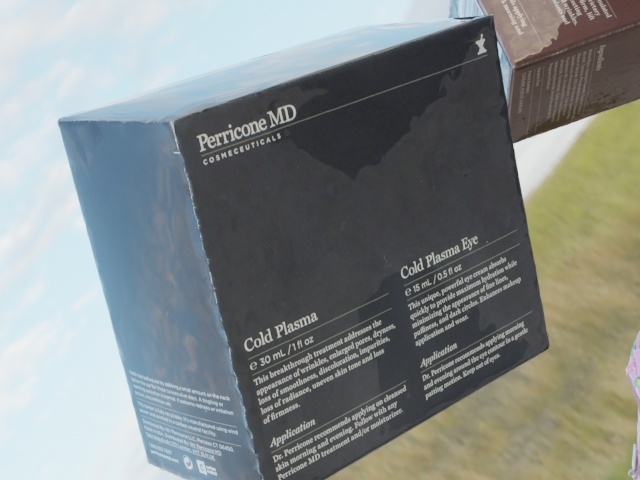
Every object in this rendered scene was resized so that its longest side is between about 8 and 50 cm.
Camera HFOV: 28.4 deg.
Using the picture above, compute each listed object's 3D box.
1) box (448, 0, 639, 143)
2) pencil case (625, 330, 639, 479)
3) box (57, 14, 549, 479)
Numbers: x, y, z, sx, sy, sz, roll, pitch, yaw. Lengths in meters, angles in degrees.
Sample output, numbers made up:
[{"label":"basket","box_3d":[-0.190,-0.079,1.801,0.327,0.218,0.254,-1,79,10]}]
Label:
[{"label":"box","box_3d":[0.262,-0.237,1.376,0.203,0.168,0.167,-19,-26,-5]},{"label":"pencil case","box_3d":[0.393,0.200,1.366,0.124,0.124,0.284,-46,-34,-22]},{"label":"box","box_3d":[0.000,0.000,1.073,0.343,0.312,0.179,-23,19,-36]}]
